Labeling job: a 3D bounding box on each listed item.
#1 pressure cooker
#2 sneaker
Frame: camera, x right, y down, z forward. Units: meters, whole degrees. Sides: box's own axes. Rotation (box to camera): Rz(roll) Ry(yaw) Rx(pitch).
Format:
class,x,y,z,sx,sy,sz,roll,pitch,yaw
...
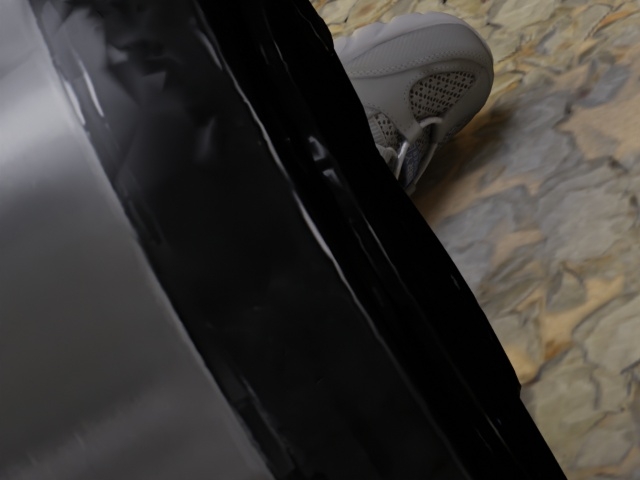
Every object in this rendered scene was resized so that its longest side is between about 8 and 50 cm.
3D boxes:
class,x,y,z,sx,sy,sz,roll,pitch,yaw
pressure cooker,-0.147,0.101,0.645,0.420,0.370,0.375,-30,59,8
sneaker,0.000,0.000,0.951,0.115,0.105,0.281,35,67,28
